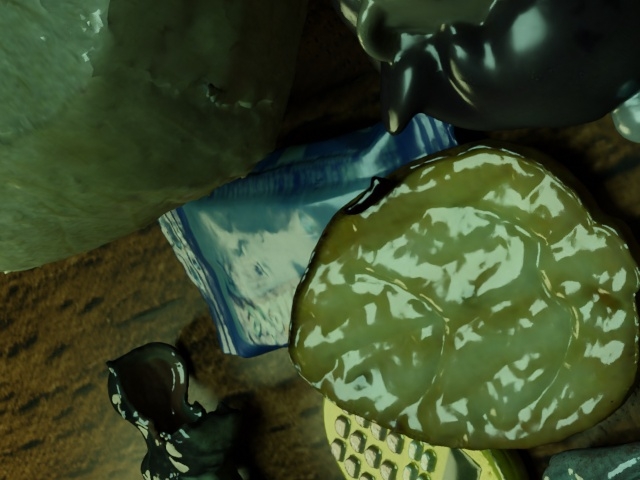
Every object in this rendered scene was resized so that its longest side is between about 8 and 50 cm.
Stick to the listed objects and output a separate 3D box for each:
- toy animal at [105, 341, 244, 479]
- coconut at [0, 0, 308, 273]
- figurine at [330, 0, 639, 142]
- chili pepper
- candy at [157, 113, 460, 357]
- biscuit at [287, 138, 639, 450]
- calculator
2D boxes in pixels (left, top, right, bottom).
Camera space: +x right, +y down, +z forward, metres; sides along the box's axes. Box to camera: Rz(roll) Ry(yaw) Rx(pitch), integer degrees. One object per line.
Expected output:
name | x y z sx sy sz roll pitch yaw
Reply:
toy animal | -0.086 0.255 1.398 0.168 0.106 0.343 6 106 57
coconut | -0.183 -0.168 1.108 0.404 0.404 0.405 26 127 41
figurine | 0.050 -0.191 0.832 0.206 0.365 0.218 -10 64 36
chili pepper | 0.187 0.148 1.064 0.050 0.041 0.153 34 153 -28
candy | 0.000 0.000 1.189 0.331 0.077 0.187 -6 111 50
biscuit | 0.085 0.041 1.079 0.260 0.041 0.203 -22 105 35
calculator | 0.082 0.167 1.206 0.235 0.032 0.146 38 134 34
